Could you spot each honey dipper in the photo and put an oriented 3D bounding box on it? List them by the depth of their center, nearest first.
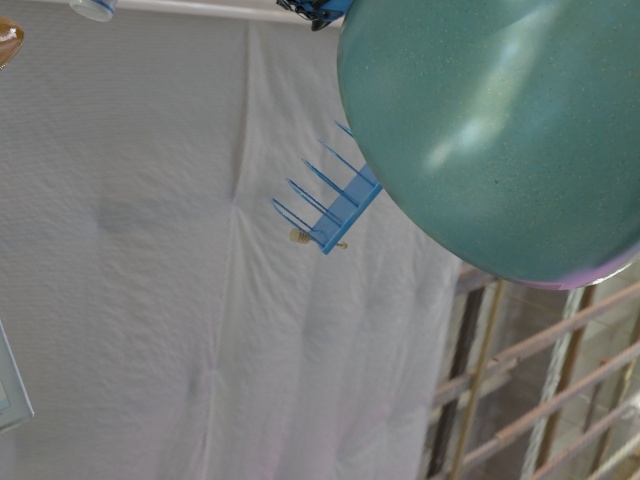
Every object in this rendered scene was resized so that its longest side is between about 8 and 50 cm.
[{"bbox_3d":[0.000,0.000,1.776,0.161,0.030,0.030,12,-82,-45],"label":"honey dipper"}]

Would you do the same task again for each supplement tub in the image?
[{"bbox_3d":[-0.353,-0.413,1.323,0.071,0.071,0.107,24,-98,-54],"label":"supplement tub"}]

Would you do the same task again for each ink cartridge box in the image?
[{"bbox_3d":[-0.461,0.004,0.978,0.091,0.308,0.384,-21,-65,-22],"label":"ink cartridge box"}]

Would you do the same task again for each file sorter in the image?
[{"bbox_3d":[0.016,-0.087,1.260,0.104,0.118,0.170,39,-85,-18],"label":"file sorter"}]

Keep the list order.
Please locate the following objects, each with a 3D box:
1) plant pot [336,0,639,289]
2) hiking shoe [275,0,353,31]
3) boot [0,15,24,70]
[{"bbox_3d":[0.183,-0.135,0.554,0.290,0.290,0.195,-38,-3,-35],"label":"plant pot"},{"bbox_3d":[-0.021,-0.292,0.891,0.304,0.113,0.132,-3,-70,-16],"label":"hiking shoe"},{"bbox_3d":[-0.519,-0.308,1.096,0.295,0.104,0.211,-48,-24,-43],"label":"boot"}]
